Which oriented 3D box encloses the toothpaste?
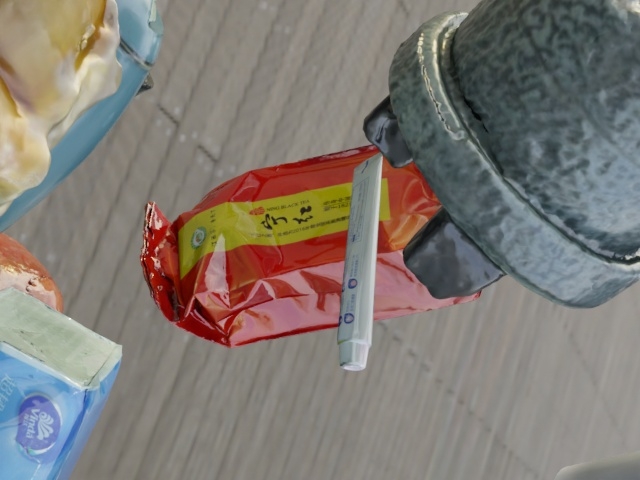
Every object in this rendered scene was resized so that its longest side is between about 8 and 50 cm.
[{"bbox_3d":[0.039,0.017,1.152,0.033,0.052,0.218,17,65,-27],"label":"toothpaste"}]

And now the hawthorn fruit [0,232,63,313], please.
[{"bbox_3d":[-0.517,0.082,1.715,0.276,0.307,0.276,-28,155,-14],"label":"hawthorn fruit"}]

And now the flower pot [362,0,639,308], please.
[{"bbox_3d":[0.202,-0.096,0.989,0.283,0.299,0.299,-41,174,31],"label":"flower pot"}]

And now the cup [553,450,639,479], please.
[{"bbox_3d":[0.309,0.270,1.153,0.099,0.133,0.136,-37,99,-47],"label":"cup"}]

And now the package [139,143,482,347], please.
[{"bbox_3d":[0.001,-0.001,1.416,0.123,0.424,0.196,70,11,-45],"label":"package"}]

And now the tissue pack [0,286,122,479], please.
[{"bbox_3d":[-0.297,0.195,1.056,0.263,0.146,0.198,-61,-177,5],"label":"tissue pack"}]

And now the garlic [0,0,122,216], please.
[{"bbox_3d":[-0.220,-0.150,0.650,0.286,0.249,0.313,-34,158,-7],"label":"garlic"}]

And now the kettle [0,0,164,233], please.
[{"bbox_3d":[-0.302,-0.151,0.967,0.342,0.247,0.319,-31,147,9],"label":"kettle"}]
